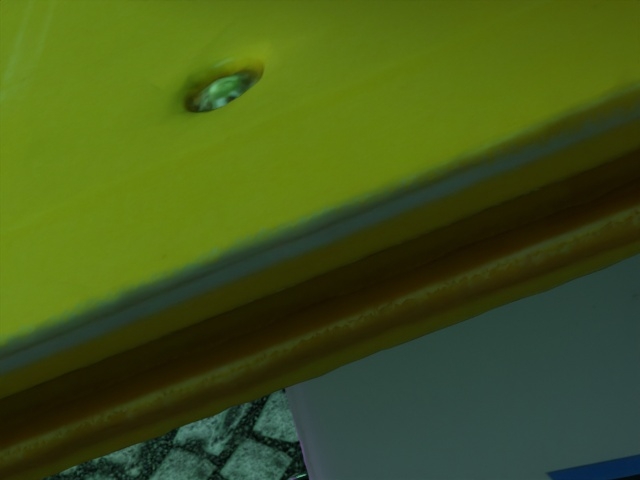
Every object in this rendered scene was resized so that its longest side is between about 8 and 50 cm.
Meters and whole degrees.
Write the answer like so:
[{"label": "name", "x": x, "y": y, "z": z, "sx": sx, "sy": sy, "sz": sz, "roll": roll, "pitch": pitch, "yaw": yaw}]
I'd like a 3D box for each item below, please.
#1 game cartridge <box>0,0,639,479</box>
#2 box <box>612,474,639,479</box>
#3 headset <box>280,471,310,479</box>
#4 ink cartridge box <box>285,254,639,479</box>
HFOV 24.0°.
[{"label": "game cartridge", "x": -0.019, "y": -0.071, "z": 0.491, "sx": 0.323, "sy": 0.285, "sz": 0.052, "roll": -90, "pitch": -25, "yaw": -56}, {"label": "box", "x": 0.160, "y": 0.032, "z": 1.014, "sx": 0.261, "sy": 0.103, "sz": 0.184, "roll": -84, "pitch": -16, "yaw": -69}, {"label": "headset", "x": 0.000, "y": 0.000, "z": 0.968, "sx": 0.243, "sy": 0.185, "sz": 0.394, "roll": 70, "pitch": 174, "yaw": -49}, {"label": "ink cartridge box", "x": 0.070, "y": 0.014, "z": 0.518, "sx": 0.203, "sy": 0.148, "sz": 0.085, "roll": -59, "pitch": -45, "yaw": -79}]
